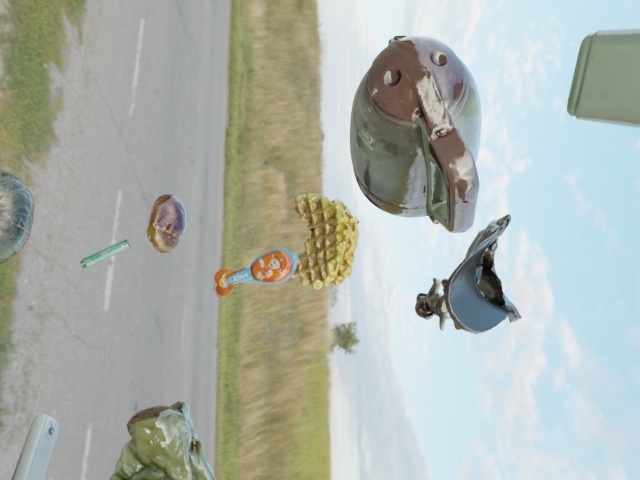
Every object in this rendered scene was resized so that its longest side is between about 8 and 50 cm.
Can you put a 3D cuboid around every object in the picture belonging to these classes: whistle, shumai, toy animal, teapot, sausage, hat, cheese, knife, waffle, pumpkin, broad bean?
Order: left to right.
[{"bbox_3d":[-0.813,-0.055,1.107,0.189,0.260,0.261,-26,-118,61],"label":"pumpkin"},{"bbox_3d":[-0.548,0.467,0.885,0.073,0.040,0.266,64,16,-50],"label":"knife"},{"bbox_3d":[-0.781,0.051,1.708,0.039,0.186,0.039,60,-10,18],"label":"whistle"},{"bbox_3d":[-0.582,-0.065,1.797,0.156,0.121,0.229,64,22,-60],"label":"broad bean"},{"bbox_3d":[-0.229,0.411,0.811,0.204,0.271,0.222,-62,-179,-15],"label":"shumai"},{"bbox_3d":[-0.183,0.090,1.348,0.037,0.255,0.106,84,-13,-63],"label":"cheese"},{"bbox_3d":[0.000,0.000,1.663,0.151,0.260,0.325,-13,113,-60],"label":"waffle"},{"bbox_3d":[0.169,-0.158,0.776,0.312,0.233,0.315,57,10,-71],"label":"teapot"},{"bbox_3d":[0.463,0.248,1.852,0.169,0.121,0.233,-59,-168,-1],"label":"toy animal"},{"bbox_3d":[0.469,0.223,1.664,0.043,0.043,0.187,113,-37,-83],"label":"sausage"},{"bbox_3d":[0.485,0.114,1.486,0.257,0.381,0.367,11,-68,65],"label":"hat"}]

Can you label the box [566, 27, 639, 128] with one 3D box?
[{"bbox_3d":[0.516,-0.255,0.765,0.311,0.182,0.176,-24,123,-56],"label":"box"}]
